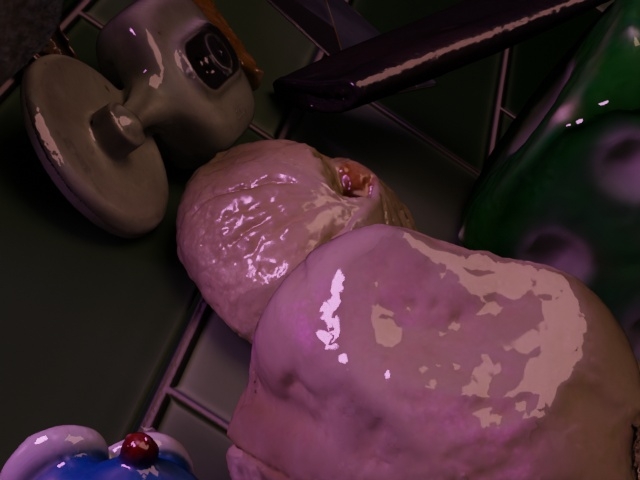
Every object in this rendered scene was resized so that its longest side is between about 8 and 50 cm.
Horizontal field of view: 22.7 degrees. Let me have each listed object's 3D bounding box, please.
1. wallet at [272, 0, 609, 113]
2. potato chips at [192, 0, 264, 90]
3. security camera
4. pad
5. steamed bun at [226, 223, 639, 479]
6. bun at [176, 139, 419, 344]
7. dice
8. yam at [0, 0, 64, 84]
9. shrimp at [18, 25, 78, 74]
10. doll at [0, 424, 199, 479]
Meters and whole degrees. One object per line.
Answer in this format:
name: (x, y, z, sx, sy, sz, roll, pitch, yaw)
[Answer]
wallet: (0.123, -0.193, 1.561, 0.321, 0.044, 0.170, -24, 16, -24)
potato chips: (-0.131, -0.252, 1.570, 0.080, 0.057, 0.407, 18, 29, -23)
security camera: (-0.138, -0.109, 1.279, 0.157, 0.080, 0.301, 56, 24, -11)
pad: (0.013, -0.248, 1.810, 0.243, 0.004, 0.163, 43, 27, 14)
steamed bun: (0.082, 0.151, 0.969, 0.320, 0.275, 0.206, 34, 53, -33)
bun: (0.000, 0.000, 1.240, 0.220, 0.134, 0.220, 29, 28, -17)
dice: (0.330, -0.046, 1.539, 0.300, 0.297, 0.287, 37, 28, -1)
yam: (-0.365, -0.261, 1.128, 0.348, 0.241, 0.241, 46, 28, 26)
shrimp: (-0.242, -0.190, 1.341, 0.262, 0.066, 0.117, 43, 26, 5)
doll: (-0.077, 0.200, 0.833, 0.215, 0.161, 0.257, 0, 26, -31)
